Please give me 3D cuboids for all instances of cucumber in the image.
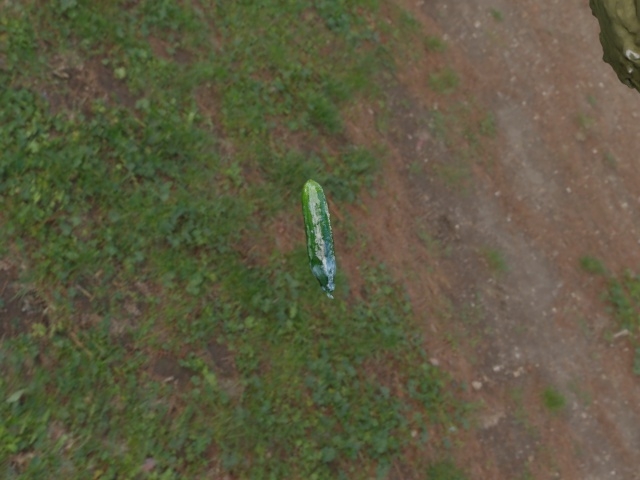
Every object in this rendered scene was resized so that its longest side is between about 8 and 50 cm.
[{"bbox_3d":[0.000,0.000,1.005,0.037,0.037,0.154,-14,97,-45],"label":"cucumber"}]

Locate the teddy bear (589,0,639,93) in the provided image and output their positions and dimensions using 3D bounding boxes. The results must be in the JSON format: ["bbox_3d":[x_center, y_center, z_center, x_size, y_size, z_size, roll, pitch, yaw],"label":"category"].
[{"bbox_3d":[0.254,-0.222,0.554,0.156,0.267,0.255,-19,95,-11],"label":"teddy bear"}]
